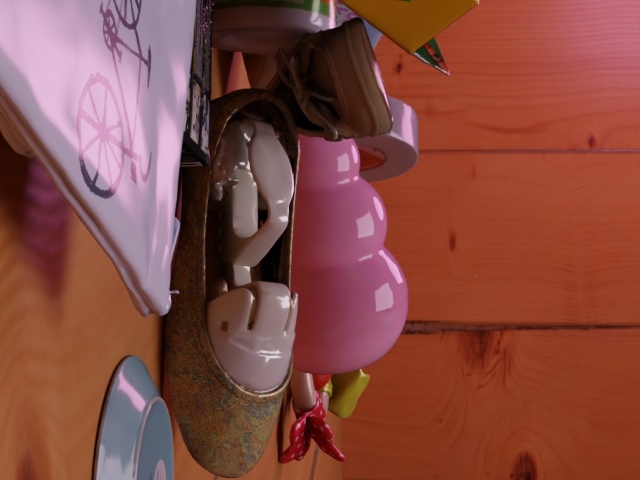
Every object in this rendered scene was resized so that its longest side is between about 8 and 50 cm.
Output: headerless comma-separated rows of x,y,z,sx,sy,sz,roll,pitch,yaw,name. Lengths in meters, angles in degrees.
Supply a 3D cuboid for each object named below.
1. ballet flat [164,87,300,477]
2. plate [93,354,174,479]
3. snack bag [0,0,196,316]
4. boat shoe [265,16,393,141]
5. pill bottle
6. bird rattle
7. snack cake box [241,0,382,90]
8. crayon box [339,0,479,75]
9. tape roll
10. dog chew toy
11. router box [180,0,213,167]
-0.066,0.024,0.997,0.123,0.123,0.349,78,10,-69,ballet flat
-0.131,0.178,0.841,0.188,0.024,0.188,-1,90,-85,plate
-0.128,-0.171,0.616,0.342,0.037,0.323,69,19,-60,snack bag
0.002,-0.134,1.050,0.285,0.089,0.105,172,-98,-84,boat shoe
-0.051,-0.312,1.102,0.136,0.136,0.246,32,58,-85,pill bottle
-0.023,0.242,1.889,0.253,0.143,0.207,-46,125,-65,bird rattle
0.001,-0.261,1.251,0.264,0.089,0.152,120,-35,-44,snack cake box
0.015,-0.288,0.945,0.318,0.081,0.202,26,37,-47,crayon box
0.052,-0.167,1.887,0.219,0.219,0.072,77,14,-71,tape roll
0.000,0.000,1.486,0.206,0.206,0.332,-71,152,-76,dog chew toy
-0.115,-0.156,0.871,0.133,0.046,0.179,55,35,-80,router box
